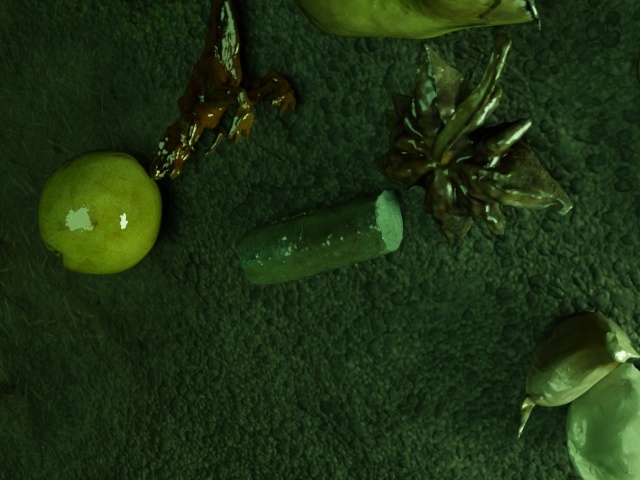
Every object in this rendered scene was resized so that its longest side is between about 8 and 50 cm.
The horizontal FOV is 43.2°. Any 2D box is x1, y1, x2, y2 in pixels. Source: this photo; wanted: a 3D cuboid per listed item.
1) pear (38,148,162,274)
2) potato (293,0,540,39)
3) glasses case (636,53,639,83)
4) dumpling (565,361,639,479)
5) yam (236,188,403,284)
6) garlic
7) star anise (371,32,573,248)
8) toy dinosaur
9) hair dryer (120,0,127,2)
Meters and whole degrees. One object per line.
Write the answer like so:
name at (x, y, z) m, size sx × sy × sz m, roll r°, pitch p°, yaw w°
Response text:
pear at (-0.367, -0.040, 1.339) m, size 0.209 × 0.209 × 0.209 m, roll 6°, pitch 106°, yaw 22°
potato at (0.081, -0.339, 0.969) m, size 0.296 × 0.397 × 0.290 m, roll -21°, pitch 114°, yaw 22°
glasses case at (0.538, -0.088, 0.997) m, size 0.156 × 0.098 × 0.425 m, roll -26°, pitch 93°, yaw 20°
dumpling at (0.419, 0.262, 1.143) m, size 0.136 × 0.118 × 0.199 m, roll 31°, pitch 86°, yaw 22°
yam at (0.000, 0.000, 1.254) m, size 0.259 × 0.106 × 0.106 m, roll -15°, pitch 98°, yaw 27°
garlic at (0.346, 0.182, 1.138) m, size 0.090 × 0.128 × 0.198 m, roll 44°, pitch 114°, yaw -10°
star anise at (0.181, -0.121, 1.090) m, size 0.292 × 0.109 × 0.349 m, roll 46°, pitch 149°, yaw -17°
toy dinosaur at (-0.138, -0.259, 1.250) m, size 0.208 × 0.097 × 0.432 m, roll 35°, pitch 108°, yaw 28°
hair dryer at (-0.308, -0.510, 1.280) m, size 0.128 × 0.070 × 0.255 m, roll 6°, pitch 114°, yaw 21°
